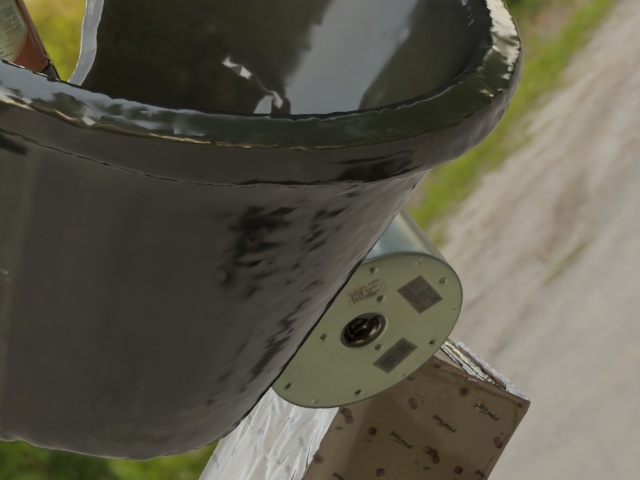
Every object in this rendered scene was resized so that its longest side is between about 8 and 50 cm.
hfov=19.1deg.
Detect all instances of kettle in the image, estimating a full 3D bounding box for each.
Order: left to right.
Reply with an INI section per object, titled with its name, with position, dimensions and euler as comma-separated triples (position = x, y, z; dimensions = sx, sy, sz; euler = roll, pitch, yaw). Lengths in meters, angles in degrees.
[kettle]
position = 0.000, 0.000, 1.485
dimensions = 0.160, 0.210, 0.243
euler = -37, 50, 9

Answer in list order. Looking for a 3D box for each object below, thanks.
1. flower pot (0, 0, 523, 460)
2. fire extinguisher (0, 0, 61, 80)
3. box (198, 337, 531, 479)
[flower pot]
position = -0.102, -0.040, 0.976
dimensions = 0.379, 0.379, 0.251
euler = -54, -17, -61
[fire extinguisher]
position = -0.251, -0.187, 1.454
dimensions = 0.062, 0.177, 0.050
euler = -6, 29, 29
[box]
position = 0.026, 0.218, 1.830
dimensions = 0.297, 0.190, 0.225
euler = -63, 22, 6
